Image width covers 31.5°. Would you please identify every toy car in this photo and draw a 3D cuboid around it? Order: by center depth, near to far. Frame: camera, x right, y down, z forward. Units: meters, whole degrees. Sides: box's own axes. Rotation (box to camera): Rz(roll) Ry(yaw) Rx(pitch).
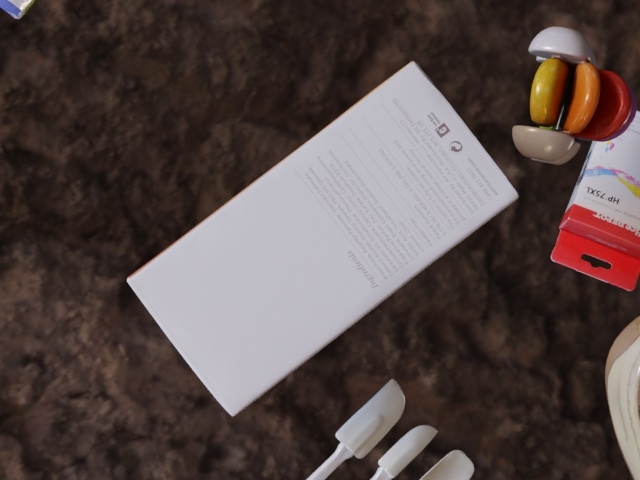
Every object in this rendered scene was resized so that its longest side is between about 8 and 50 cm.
[{"bbox_3d":[0.318,-0.170,1.395,0.182,0.136,0.159,-1,-78,-72],"label":"toy car"}]

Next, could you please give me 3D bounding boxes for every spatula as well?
[{"bbox_3d":[0.039,0.281,1.196,0.242,0.019,0.168,-45,-60,-5],"label":"spatula"}]

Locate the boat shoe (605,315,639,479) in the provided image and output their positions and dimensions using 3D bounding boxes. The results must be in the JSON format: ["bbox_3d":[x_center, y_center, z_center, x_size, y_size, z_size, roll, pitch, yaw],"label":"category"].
[{"bbox_3d":[0.277,0.200,0.686,0.123,0.123,0.342,-24,-71,-8],"label":"boat shoe"}]

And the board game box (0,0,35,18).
[{"bbox_3d":[-0.066,-0.297,0.582,0.078,0.347,0.233,38,-160,-21],"label":"board game box"}]

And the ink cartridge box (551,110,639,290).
[{"bbox_3d":[0.428,-0.060,1.603,0.134,0.078,0.231,21,-99,6],"label":"ink cartridge box"}]

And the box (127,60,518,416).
[{"bbox_3d":[0.000,0.000,1.162,0.168,0.345,0.215,52,177,0],"label":"box"}]
